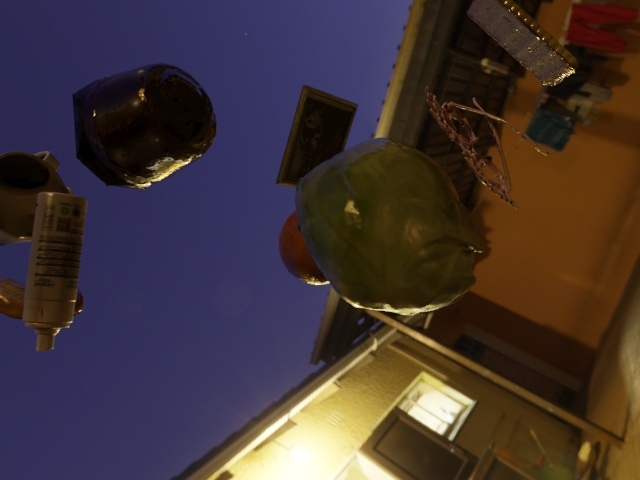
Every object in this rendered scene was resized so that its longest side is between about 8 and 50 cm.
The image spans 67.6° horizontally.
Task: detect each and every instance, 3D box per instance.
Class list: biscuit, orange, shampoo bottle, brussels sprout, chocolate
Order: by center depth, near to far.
[{"bbox_3d":[0.103,-0.022,0.788,0.328,0.247,0.327,23,-125,-38],"label":"brussels sprout"},{"bbox_3d":[-0.522,0.062,0.937,0.092,0.092,0.303,16,-105,-63],"label":"shampoo bottle"},{"bbox_3d":[0.420,-0.427,1.000,0.029,0.254,0.172,-47,0,9],"label":"biscuit"},{"bbox_3d":[0.000,0.000,1.104,0.206,0.206,0.206,-41,-35,-37],"label":"orange"},{"bbox_3d":[-0.873,0.174,1.433,0.299,0.154,0.045,9,-54,-33],"label":"biscuit"},{"bbox_3d":[-0.505,-0.362,1.464,0.384,0.332,0.383,12,-106,-49],"label":"chocolate"}]

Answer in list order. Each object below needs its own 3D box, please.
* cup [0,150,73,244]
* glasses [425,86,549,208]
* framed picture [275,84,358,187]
[{"bbox_3d":[-0.792,-0.119,1.218,0.219,0.258,0.289,59,-145,-40],"label":"cup"},{"bbox_3d":[0.277,-0.168,0.805,0.162,0.255,0.095,-12,-26,-46],"label":"glasses"},{"bbox_3d":[-0.003,-0.293,1.442,0.232,0.019,0.296,3,-70,-43],"label":"framed picture"}]
